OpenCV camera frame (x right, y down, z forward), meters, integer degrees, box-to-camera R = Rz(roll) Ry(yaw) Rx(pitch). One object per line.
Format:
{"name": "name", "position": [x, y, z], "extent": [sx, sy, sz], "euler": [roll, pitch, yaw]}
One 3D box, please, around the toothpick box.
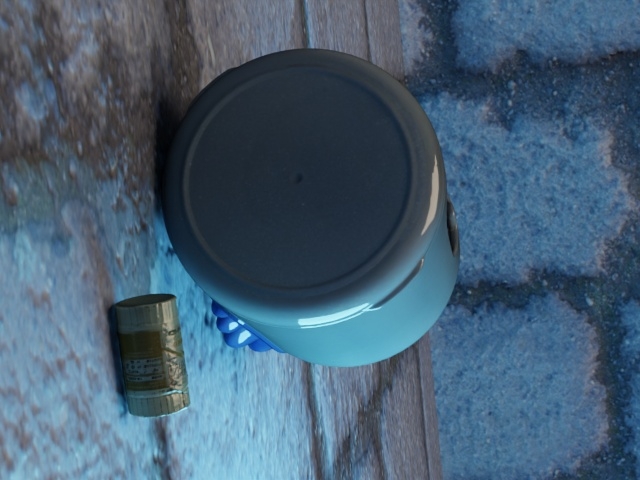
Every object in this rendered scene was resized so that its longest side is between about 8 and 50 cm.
{"name": "toothpick box", "position": [0.000, 0.000, 1.269], "extent": [0.355, 0.263, 0.263], "euler": [54, 33, -73]}

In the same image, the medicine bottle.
{"name": "medicine bottle", "position": [-0.123, 0.084, 1.004], "extent": [0.047, 0.047, 0.083], "euler": [-46, 130, -77]}
